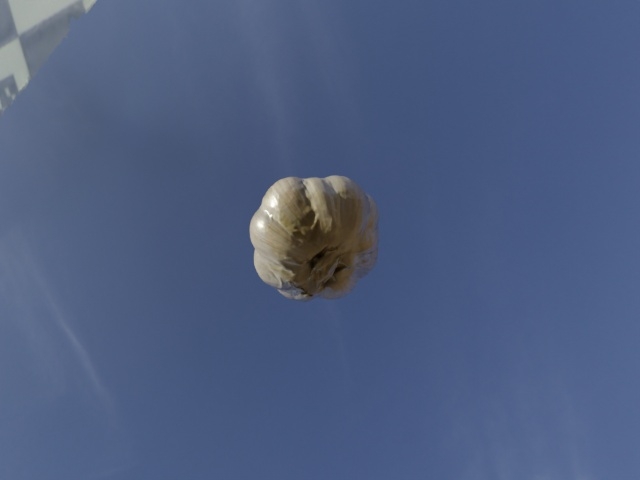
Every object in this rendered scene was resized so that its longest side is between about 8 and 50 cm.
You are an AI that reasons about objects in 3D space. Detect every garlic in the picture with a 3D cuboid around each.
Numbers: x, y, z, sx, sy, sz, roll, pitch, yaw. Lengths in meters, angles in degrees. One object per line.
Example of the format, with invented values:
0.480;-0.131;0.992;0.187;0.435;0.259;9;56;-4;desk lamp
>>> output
-0.003;0.003;1.013;0.227;0.152;0.228;-8;-68;-20;garlic

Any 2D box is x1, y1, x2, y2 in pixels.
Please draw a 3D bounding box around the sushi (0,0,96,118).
-0.127;-0.262;0.291;0.068;0.339;0.320;-23;-93;-49;sushi
